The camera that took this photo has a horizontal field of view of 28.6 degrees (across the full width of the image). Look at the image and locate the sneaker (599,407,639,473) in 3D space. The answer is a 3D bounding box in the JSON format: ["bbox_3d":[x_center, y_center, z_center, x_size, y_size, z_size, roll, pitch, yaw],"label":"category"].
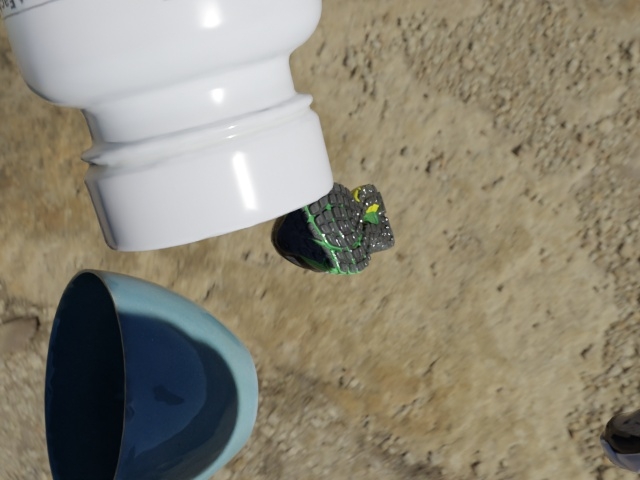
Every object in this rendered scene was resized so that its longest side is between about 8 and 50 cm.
[{"bbox_3d":[0.355,0.128,1.174,0.101,0.269,0.153,-30,97,-40],"label":"sneaker"}]

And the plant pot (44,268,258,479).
[{"bbox_3d":[-0.188,0.183,1.476,0.195,0.290,0.290,4,71,-29],"label":"plant pot"}]

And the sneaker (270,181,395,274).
[{"bbox_3d":[0.000,0.000,1.834,0.146,0.343,0.134,-21,85,17],"label":"sneaker"}]

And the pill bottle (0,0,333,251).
[{"bbox_3d":[-0.071,-0.119,0.520,0.131,0.131,0.229,-17,101,-14],"label":"pill bottle"}]
